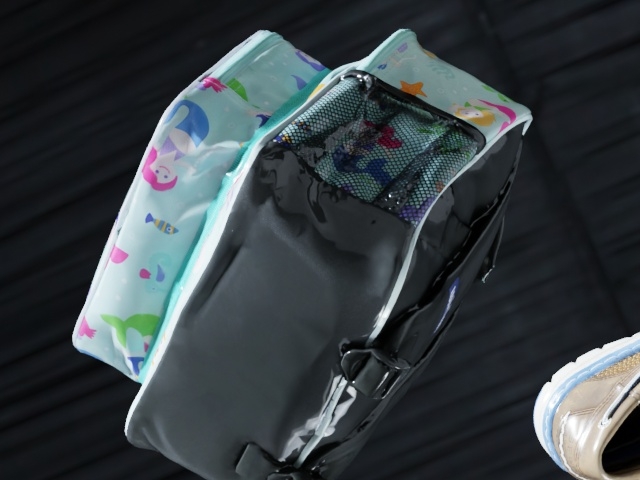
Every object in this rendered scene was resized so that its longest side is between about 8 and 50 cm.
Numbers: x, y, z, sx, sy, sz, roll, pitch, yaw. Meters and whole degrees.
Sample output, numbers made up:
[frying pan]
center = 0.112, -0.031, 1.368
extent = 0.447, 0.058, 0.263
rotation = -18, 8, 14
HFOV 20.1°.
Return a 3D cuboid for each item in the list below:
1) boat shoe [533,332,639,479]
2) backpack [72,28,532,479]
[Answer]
[boat shoe]
center = 0.181, 0.051, 0.754
extent = 0.066, 0.183, 0.066
rotation = 57, 178, -19
[backpack]
center = 0.000, 0.000, 0.976
extent = 0.191, 0.225, 0.253
rotation = 36, -142, 12
